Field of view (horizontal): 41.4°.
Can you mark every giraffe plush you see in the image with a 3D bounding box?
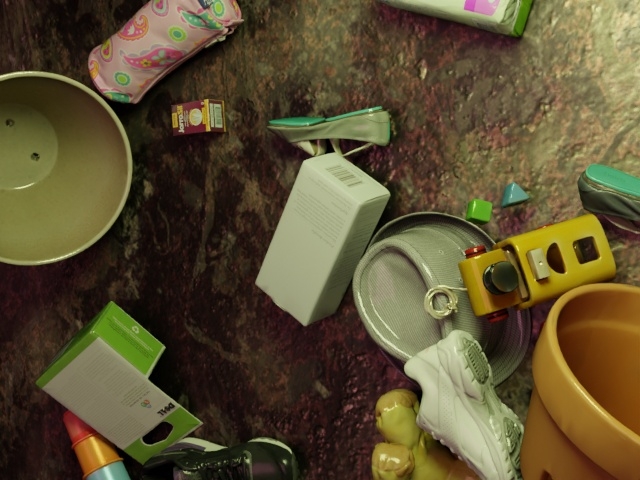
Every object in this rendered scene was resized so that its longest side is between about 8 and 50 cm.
[{"bbox_3d":[0.166,0.310,1.154,0.171,0.181,0.210,0,82,12],"label":"giraffe plush"}]

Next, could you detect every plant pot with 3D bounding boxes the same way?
[{"bbox_3d":[0.357,0.216,0.958,0.291,0.291,0.203,37,129,26],"label":"plant pot"}]

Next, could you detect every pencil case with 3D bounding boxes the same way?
[{"bbox_3d":[-0.258,-0.336,1.405,0.284,0.124,0.124,-27,78,30],"label":"pencil case"}]

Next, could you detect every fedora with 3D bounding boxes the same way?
[{"bbox_3d":[0.143,0.092,1.163,0.244,0.124,0.275,-34,75,31],"label":"fedora"}]

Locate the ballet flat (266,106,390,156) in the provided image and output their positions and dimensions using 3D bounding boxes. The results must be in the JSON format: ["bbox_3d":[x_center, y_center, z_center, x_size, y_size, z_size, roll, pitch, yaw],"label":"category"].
[{"bbox_3d":[0.008,-0.157,1.270,0.213,0.072,0.068,-1,103,34],"label":"ballet flat"}]

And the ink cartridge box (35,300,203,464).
[{"bbox_3d":[-0.348,0.264,1.525,0.255,0.097,0.189,43,120,-14],"label":"ink cartridge box"}]

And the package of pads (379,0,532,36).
[{"bbox_3d":[0.192,-0.440,1.111,0.229,0.101,0.296,23,105,30],"label":"package of pads"}]

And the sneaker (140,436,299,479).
[{"bbox_3d":[-0.171,0.390,1.387,0.283,0.124,0.107,-9,88,33],"label":"sneaker"}]

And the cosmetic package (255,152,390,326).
[{"bbox_3d":[0.000,0.000,1.257,0.117,0.085,0.231,40,124,24],"label":"cosmetic package"}]

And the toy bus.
[{"bbox_3d":[0.259,0.035,1.047,0.191,0.104,0.202,27,78,-2],"label":"toy bus"}]

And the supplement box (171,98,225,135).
[{"bbox_3d":[-0.205,-0.205,1.422,0.083,0.043,0.055,-3,93,34],"label":"supplement box"}]

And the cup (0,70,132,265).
[{"bbox_3d":[-0.531,-0.146,1.510,0.237,0.331,0.331,29,110,57],"label":"cup"}]

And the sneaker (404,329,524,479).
[{"bbox_3d":[0.182,0.233,1.067,0.115,0.090,0.232,-27,83,32],"label":"sneaker"}]

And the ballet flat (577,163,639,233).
[{"bbox_3d":[0.409,-0.034,1.020,0.203,0.074,0.074,21,104,24],"label":"ballet flat"}]

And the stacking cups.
[{"bbox_3d":[-0.393,0.452,1.554,0.096,0.096,0.316,-41,71,28],"label":"stacking cups"}]
